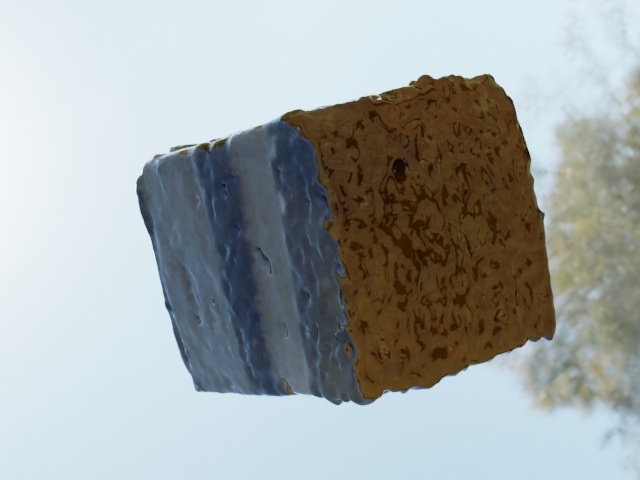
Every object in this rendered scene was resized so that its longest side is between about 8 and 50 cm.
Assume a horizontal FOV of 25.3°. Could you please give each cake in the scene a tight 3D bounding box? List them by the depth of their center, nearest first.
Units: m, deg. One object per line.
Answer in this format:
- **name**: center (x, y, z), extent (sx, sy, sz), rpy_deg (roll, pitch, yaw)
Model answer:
- **cake**: center (0.000, 0.000, 1.024), extent (0.196, 0.293, 0.199), rpy_deg (-19, -82, -35)
